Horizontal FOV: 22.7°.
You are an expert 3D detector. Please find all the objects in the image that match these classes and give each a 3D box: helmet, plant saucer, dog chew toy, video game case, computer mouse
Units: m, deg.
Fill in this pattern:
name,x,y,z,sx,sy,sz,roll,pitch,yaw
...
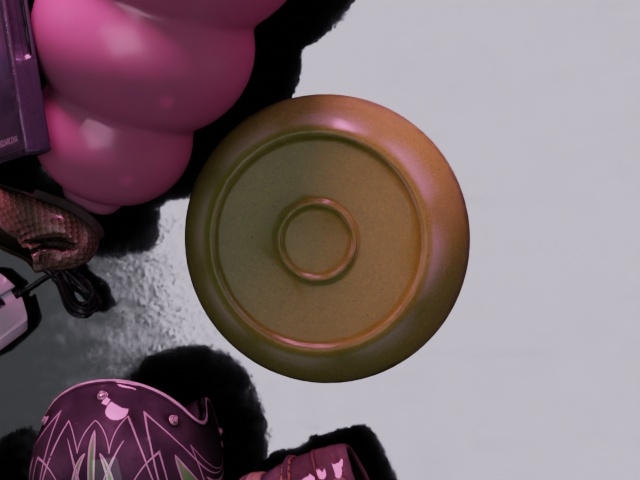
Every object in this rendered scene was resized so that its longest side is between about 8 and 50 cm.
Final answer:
name,x,y,z,sx,sy,sz,roll,pitch,yaw
helmet,-0.156,0.191,1.280,0.169,0.161,0.169,1,93,11
plant saucer,0.000,0.000,1.303,0.241,0.037,0.240,1,94,12
dog chew toy,-0.133,-0.176,1.243,0.207,0.206,0.331,24,107,9
video game case,-0.277,-0.196,1.283,0.026,0.196,0.274,-10,92,-27
computer mouse,-0.288,0.066,1.361,0.193,0.042,0.106,-35,87,11

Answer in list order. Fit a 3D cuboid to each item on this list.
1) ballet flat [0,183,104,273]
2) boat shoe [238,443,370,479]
name,x,y,z,sx,sy,sz,roll,pitch,yaw
ballet flat,-0.292,-0.024,1.315,0.250,0.084,0.058,19,65,22
boat shoe,0.062,0.321,1.261,0.130,0.132,0.355,-34,88,11
